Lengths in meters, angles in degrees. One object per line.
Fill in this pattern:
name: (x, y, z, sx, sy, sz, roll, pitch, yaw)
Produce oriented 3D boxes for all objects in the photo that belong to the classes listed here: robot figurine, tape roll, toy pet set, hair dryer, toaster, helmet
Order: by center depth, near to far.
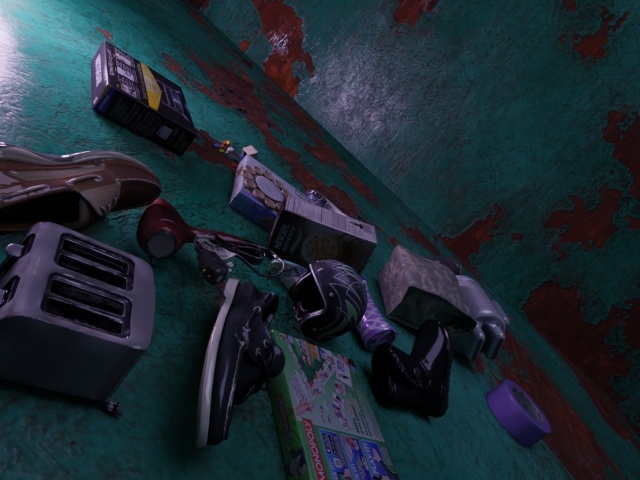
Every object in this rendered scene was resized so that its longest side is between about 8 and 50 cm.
toaster: (-0.290, 0.088, 0.546, 0.186, 0.110, 0.168, 30, 23, -33)
hair dryer: (-0.229, 0.004, 0.857, 0.294, 0.080, 0.224, 33, 12, 22)
helmet: (0.022, 0.125, 1.010, 0.169, 0.161, 0.169, 37, 19, -15)
tape roll: (0.614, 0.533, 1.442, 0.189, 0.080, 0.189, 38, 18, -15)
toy pet set: (-0.261, -0.260, 1.479, 0.114, 0.065, 0.122, -24, 59, -32)
robot figurine: (0.513, 0.260, 1.643, 0.300, 0.199, 0.353, 4, 31, -14)

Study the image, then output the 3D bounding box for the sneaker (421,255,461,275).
sneaker: (0.402, 0.110, 1.781, 0.267, 0.101, 0.106, 2, 9, 33)

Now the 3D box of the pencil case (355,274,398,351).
pencil case: (0.115, 0.183, 1.187, 0.086, 0.088, 0.206, 57, 3, -48)

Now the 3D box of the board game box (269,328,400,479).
board game box: (0.017, 0.308, 0.783, 0.214, 0.046, 0.317, 29, 23, -33)

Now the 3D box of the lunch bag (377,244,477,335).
lunch bag: (0.347, 0.176, 1.492, 0.287, 0.169, 0.235, 23, 28, -15)

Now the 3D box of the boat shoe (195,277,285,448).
boat shoe: (-0.109, 0.166, 0.692, 0.113, 0.127, 0.340, 12, 16, -8)

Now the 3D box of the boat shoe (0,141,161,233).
boat shoe: (-0.377, -0.062, 0.708, 0.116, 0.123, 0.324, 53, 29, 16)

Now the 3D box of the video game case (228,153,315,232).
video game case: (-0.129, -0.105, 1.348, 0.269, 0.061, 0.244, 34, 24, -23)

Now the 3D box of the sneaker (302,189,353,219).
sneaker: (0.060, -0.060, 1.591, 0.297, 0.111, 0.129, 48, 14, 14)

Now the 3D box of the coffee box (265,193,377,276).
coffee box: (0.000, 0.000, 1.169, 0.247, 0.141, 0.098, 19, 28, -9)

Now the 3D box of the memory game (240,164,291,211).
memory game: (-0.144, -0.142, 1.291, 0.186, 0.012, 0.186, 36, 25, -19)

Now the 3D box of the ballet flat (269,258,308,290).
ballet flat: (-0.042, 0.102, 1.099, 0.188, 0.070, 0.070, 25, 25, -33)

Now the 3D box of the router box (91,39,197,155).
router box: (-0.477, -0.385, 1.244, 0.243, 0.081, 0.308, 27, 24, -40)

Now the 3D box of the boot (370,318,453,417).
boot: (0.214, 0.271, 1.079, 0.207, 0.094, 0.246, 32, 53, -34)
